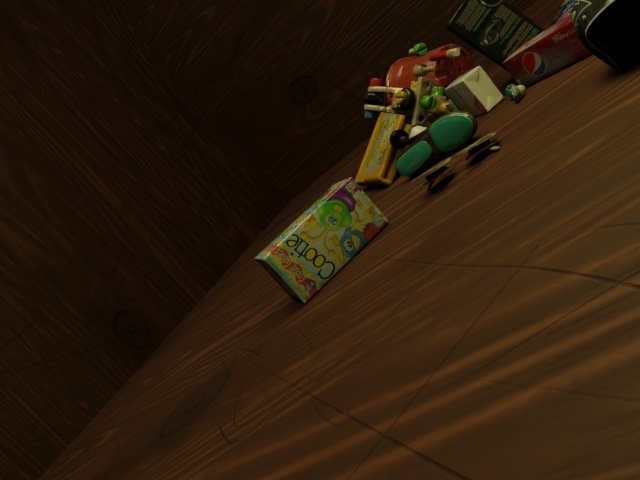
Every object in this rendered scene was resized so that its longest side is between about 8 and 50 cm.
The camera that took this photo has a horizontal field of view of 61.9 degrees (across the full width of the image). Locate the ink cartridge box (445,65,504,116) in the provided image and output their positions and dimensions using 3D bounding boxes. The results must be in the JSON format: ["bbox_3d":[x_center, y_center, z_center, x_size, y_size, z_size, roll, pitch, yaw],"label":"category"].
[{"bbox_3d":[0.432,-0.420,1.539,0.067,0.115,0.198,-42,8,0],"label":"ink cartridge box"}]

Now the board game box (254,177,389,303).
[{"bbox_3d":[0.000,0.000,1.260,0.275,0.144,0.142,-44,10,-12],"label":"board game box"}]

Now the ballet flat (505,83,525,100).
[{"bbox_3d":[0.490,-0.374,1.331,0.041,0.041,0.114,-38,10,20],"label":"ballet flat"}]

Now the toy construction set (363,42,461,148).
[{"bbox_3d":[0.295,-0.409,1.474,0.308,0.258,0.237,-61,25,-3],"label":"toy construction set"}]

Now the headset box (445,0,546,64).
[{"bbox_3d":[0.507,-0.579,1.501,0.131,0.283,0.246,-55,2,23],"label":"headset box"}]

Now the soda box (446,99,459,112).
[{"bbox_3d":[0.437,-0.426,1.695,0.210,0.067,0.071,-42,9,-8],"label":"soda box"}]

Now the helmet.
[{"bbox_3d":[0.515,-0.393,0.909,0.169,0.161,0.169,-40,9,8],"label":"helmet"}]

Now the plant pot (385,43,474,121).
[{"bbox_3d":[0.440,-0.623,2.080,0.272,0.272,0.265,-45,17,-20],"label":"plant pot"}]

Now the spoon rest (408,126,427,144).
[{"bbox_3d":[0.300,-0.349,1.858,0.276,0.084,0.137,-35,11,40],"label":"spoon rest"}]

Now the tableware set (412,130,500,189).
[{"bbox_3d":[0.299,-0.168,1.154,0.194,0.039,0.128,-31,1,25],"label":"tableware set"}]

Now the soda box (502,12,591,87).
[{"bbox_3d":[0.559,-0.458,1.261,0.083,0.092,0.263,-43,9,-16],"label":"soda box"}]

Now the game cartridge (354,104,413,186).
[{"bbox_3d":[0.212,-0.319,1.765,0.324,0.053,0.285,-158,89,-77],"label":"game cartridge"}]

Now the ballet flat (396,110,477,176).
[{"bbox_3d":[0.309,-0.262,1.398,0.096,0.095,0.280,-33,2,-40],"label":"ballet flat"}]

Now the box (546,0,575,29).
[{"bbox_3d":[0.757,-0.699,1.635,0.162,0.029,0.116,-58,8,3],"label":"box"}]
